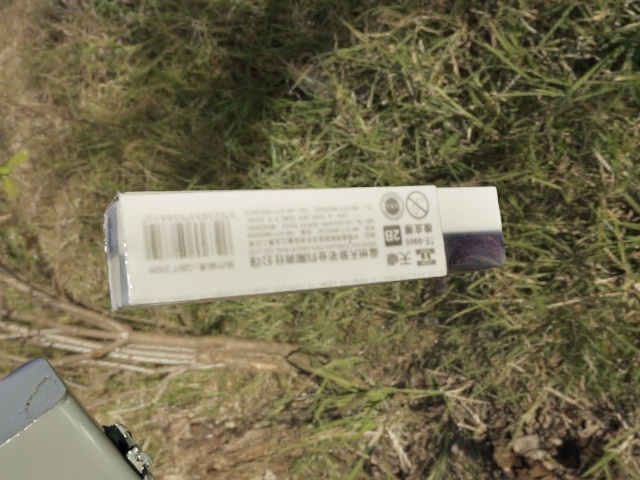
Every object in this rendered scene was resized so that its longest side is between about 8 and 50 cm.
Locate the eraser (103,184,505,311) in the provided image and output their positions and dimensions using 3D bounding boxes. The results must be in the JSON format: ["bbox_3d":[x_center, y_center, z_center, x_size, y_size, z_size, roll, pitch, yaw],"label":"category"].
[{"bbox_3d":[0.000,0.000,0.654,0.096,0.403,0.098,-17,79,60],"label":"eraser"}]

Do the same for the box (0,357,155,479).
[{"bbox_3d":[-0.295,0.229,0.609,0.163,0.243,0.135,16,136,56],"label":"box"}]
